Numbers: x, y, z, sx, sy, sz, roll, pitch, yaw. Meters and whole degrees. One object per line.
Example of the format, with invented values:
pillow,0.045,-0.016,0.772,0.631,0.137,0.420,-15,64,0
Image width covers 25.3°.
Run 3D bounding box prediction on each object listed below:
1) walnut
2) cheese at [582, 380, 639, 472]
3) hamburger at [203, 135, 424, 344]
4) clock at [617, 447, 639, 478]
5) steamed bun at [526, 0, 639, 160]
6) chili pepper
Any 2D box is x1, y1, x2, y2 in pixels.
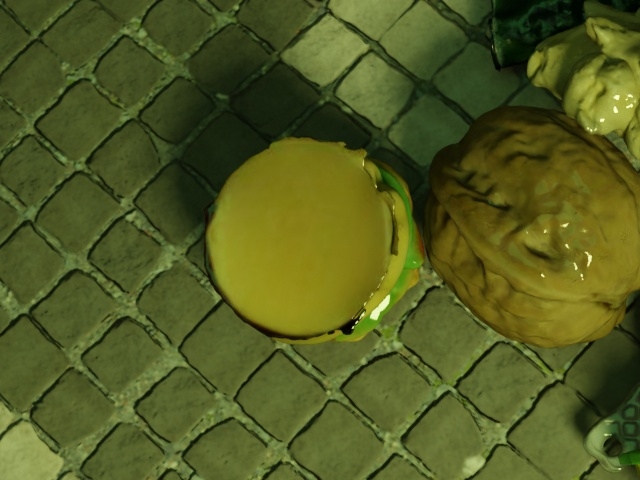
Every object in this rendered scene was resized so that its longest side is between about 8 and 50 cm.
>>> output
walnut,0.215,-0.017,1.450,0.257,0.257,0.224,40,120,20
cheese,0.382,0.125,1.448,0.163,0.082,0.286,42,84,21
hamburger,0.000,0.000,1.515,0.237,0.149,0.237,-2,85,21
clock,0.434,0.287,1.340,0.220,0.106,0.255,-17,81,-6
steamed bun,0.376,-0.161,1.449,0.295,0.292,0.137,52,127,51
chili pepper,0.322,-0.272,1.592,0.271,0.099,0.136,-9,44,13
